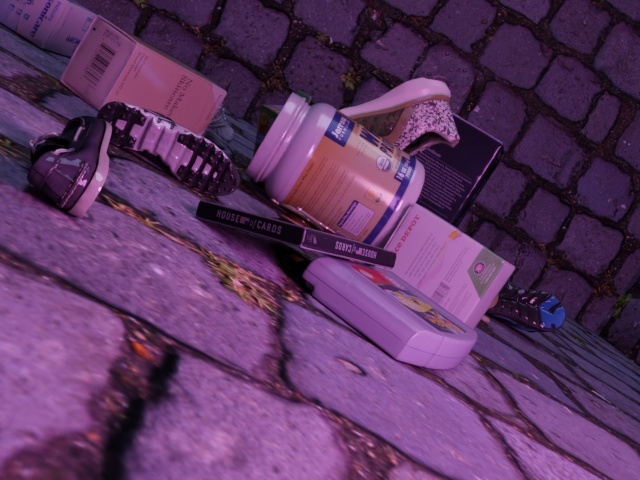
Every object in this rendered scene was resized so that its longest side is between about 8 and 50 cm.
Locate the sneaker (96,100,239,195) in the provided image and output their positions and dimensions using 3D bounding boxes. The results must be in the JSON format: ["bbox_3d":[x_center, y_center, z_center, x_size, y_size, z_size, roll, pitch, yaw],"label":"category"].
[{"bbox_3d":[-0.230,-0.150,1.134,0.234,0.078,0.106,28,11,-14],"label":"sneaker"}]

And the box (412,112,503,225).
[{"bbox_3d":[0.337,-0.149,2.101,0.212,0.396,0.293,33,9,12],"label":"box"}]

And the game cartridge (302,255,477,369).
[{"bbox_3d":[0.114,0.103,1.007,0.196,0.060,0.294,40,11,24],"label":"game cartridge"}]

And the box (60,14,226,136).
[{"bbox_3d":[-0.334,-0.302,1.422,0.121,0.148,0.311,36,11,22],"label":"box"}]

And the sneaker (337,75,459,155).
[{"bbox_3d":[0.123,-0.206,1.605,0.182,0.410,0.158,69,11,20],"label":"sneaker"}]

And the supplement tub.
[{"bbox_3d":[0.027,-0.136,1.475,0.316,0.228,0.228,31,8,-8],"label":"supplement tub"}]

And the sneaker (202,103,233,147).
[{"bbox_3d":[-0.260,-0.299,1.766,0.090,0.115,0.232,34,9,15],"label":"sneaker"}]

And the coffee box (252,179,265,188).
[{"bbox_3d":[-0.071,-0.113,1.627,0.184,0.040,0.113,30,8,-13],"label":"coffee box"}]

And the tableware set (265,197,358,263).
[{"bbox_3d":[0.000,0.000,1.245,0.194,0.039,0.128,34,-5,-25],"label":"tableware set"}]

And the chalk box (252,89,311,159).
[{"bbox_3d":[-0.068,-0.250,1.737,0.132,0.213,0.132,-4,27,-31],"label":"chalk box"}]

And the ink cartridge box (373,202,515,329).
[{"bbox_3d":[0.227,0.051,1.357,0.212,0.154,0.093,36,9,28],"label":"ink cartridge box"}]

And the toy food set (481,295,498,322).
[{"bbox_3d":[0.356,0.109,1.701,0.132,0.038,0.192,33,46,-1],"label":"toy food set"}]

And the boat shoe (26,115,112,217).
[{"bbox_3d":[-0.253,-0.091,0.720,0.065,0.075,0.206,31,12,-28],"label":"boat shoe"}]

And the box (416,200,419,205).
[{"bbox_3d":[0.137,-0.117,1.822,0.257,0.079,0.322,40,-16,36],"label":"box"}]

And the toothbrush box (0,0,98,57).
[{"bbox_3d":[-0.692,-0.558,1.683,0.295,0.126,0.216,33,8,1],"label":"toothbrush box"}]

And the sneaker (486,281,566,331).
[{"bbox_3d":[0.427,0.144,1.805,0.340,0.125,0.140,29,-19,-1],"label":"sneaker"}]

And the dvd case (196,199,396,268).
[{"bbox_3d":[-0.026,-0.005,0.995,0.179,0.030,0.238,15,1,34],"label":"dvd case"}]
